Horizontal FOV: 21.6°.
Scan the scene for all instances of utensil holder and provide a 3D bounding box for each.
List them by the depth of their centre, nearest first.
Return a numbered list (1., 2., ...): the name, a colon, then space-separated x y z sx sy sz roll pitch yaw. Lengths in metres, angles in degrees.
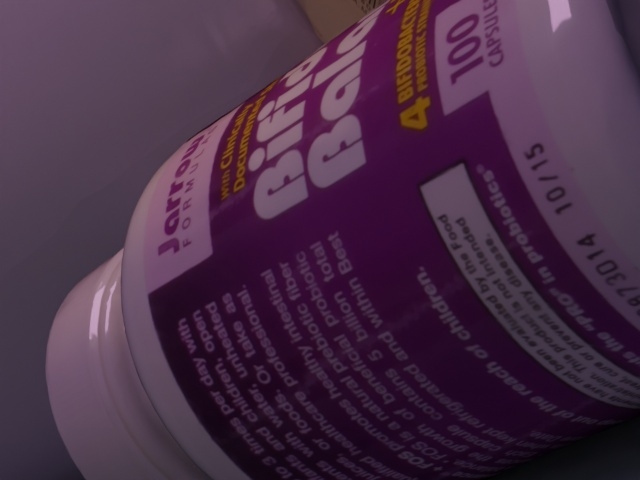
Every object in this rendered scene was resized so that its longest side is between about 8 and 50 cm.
1. utensil holder: -0.084 -0.065 0.906 0.385 0.327 0.327 -30 14 32

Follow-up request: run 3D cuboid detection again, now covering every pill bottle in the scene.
1. pill bottle: 0.034 0.007 0.611 0.301 0.169 0.169 -31 14 39
